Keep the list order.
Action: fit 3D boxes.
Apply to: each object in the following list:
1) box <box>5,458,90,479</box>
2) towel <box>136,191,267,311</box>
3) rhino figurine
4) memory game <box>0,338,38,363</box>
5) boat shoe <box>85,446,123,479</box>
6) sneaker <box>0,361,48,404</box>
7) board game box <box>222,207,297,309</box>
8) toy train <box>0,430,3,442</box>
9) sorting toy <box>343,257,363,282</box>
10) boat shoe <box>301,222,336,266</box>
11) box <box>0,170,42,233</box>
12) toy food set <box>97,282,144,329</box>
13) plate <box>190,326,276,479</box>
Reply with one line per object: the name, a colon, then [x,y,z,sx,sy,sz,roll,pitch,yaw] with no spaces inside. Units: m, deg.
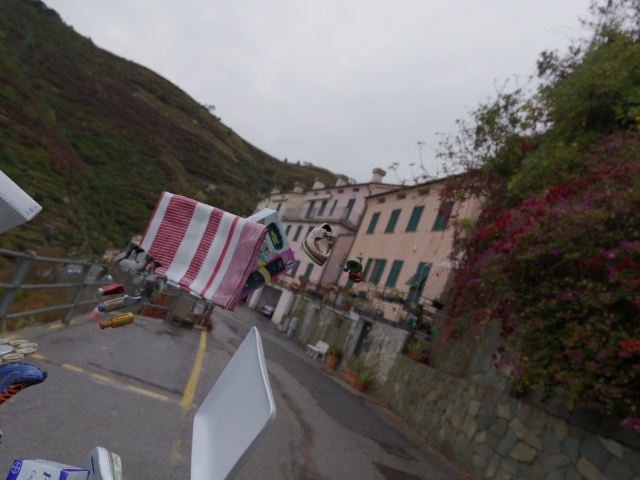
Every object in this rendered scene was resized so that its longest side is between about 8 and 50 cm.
box: [-0.565,0.519,0.844,0.137,0.126,0.072,4,-28,14]
towel: [-0.328,0.020,1.109,0.329,0.236,0.037,20,-8,14]
rhino figurine: [-0.440,0.084,1.022,0.243,0.106,0.073,25,-21,41]
memory game: [-0.699,0.236,0.875,0.186,0.012,0.186,3,3,0]
boat shoe: [-0.643,0.751,1.277,0.094,0.109,0.302,33,3,-37]
sneaker: [-0.691,0.328,0.879,0.083,0.221,0.087,89,-23,-56]
board game box: [-0.254,0.056,1.413,0.098,0.304,0.223,18,-47,56]
toy train: [-0.958,0.570,1.135,0.080,0.184,0.105,-26,-67,33]
sorting toy: [0.104,0.081,1.259,0.061,0.042,0.101,16,-43,20]
boat shoe: [0.000,0.000,1.658,0.111,0.104,0.307,42,13,-15]
box: [-0.887,-0.150,1.022,0.233,0.058,0.322,-16,-54,28]
toy food set: [-0.655,0.182,1.365,0.105,0.232,0.111,-13,54,-50]
plate: [-0.174,0.356,0.841,0.045,0.277,0.278,30,10,-23]
